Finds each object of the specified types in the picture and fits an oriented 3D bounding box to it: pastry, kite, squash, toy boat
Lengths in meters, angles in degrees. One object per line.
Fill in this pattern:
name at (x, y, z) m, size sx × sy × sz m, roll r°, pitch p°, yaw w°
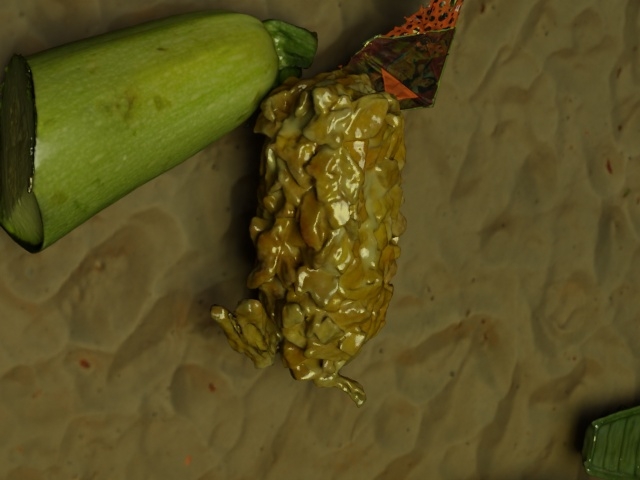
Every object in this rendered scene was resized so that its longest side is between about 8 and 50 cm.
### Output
pastry at (0.000, 0.000, 1.208) m, size 0.154 × 0.102 × 0.250 m, roll -25°, pitch 125°, yaw -62°
kite at (0.060, -0.128, 1.269) m, size 0.222 × 0.008 × 0.125 m, roll -35°, pitch 148°, yaw 17°
squash at (-0.117, -0.118, 1.167) m, size 0.287 × 0.137 × 0.137 m, roll -33°, pitch 109°, yaw -23°
toy boat at (0.347, 0.180, 1.444) m, size 0.293 × 0.055 × 0.093 m, roll 5°, pitch 96°, yaw -25°
